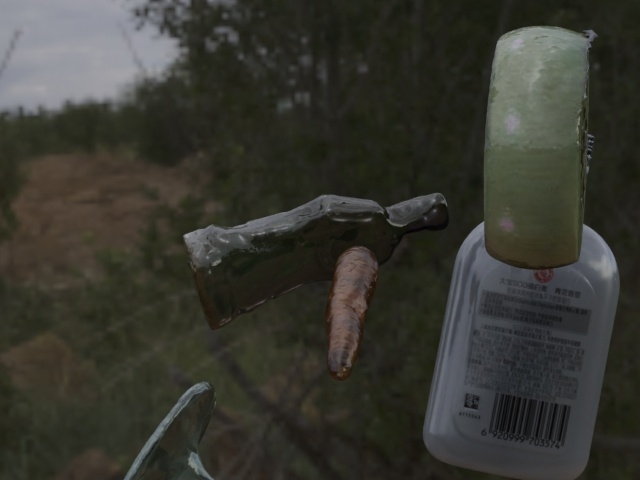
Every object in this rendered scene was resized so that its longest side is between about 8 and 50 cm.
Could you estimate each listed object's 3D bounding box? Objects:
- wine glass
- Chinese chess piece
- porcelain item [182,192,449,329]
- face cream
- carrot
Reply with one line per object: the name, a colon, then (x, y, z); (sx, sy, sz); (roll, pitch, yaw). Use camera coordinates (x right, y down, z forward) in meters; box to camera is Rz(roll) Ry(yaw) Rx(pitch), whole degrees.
wine glass: (-0.011, 0.342, 1.607); (0.406, 0.267, 0.267); (31, 13, 13)
Chinese chess piece: (0.131, -0.054, 0.870); (0.059, 0.144, 0.144); (3, 5, 12)
porcelain item: (0.000, 0.000, 1.188); (0.216, 0.081, 0.069); (-18, 24, -6)
face cream: (0.175, 0.051, 1.231); (0.144, 0.291, 0.071); (9, 1, -2)
carrot: (0.019, 0.052, 1.076); (0.036, 0.035, 0.165); (-2, 30, 11)
